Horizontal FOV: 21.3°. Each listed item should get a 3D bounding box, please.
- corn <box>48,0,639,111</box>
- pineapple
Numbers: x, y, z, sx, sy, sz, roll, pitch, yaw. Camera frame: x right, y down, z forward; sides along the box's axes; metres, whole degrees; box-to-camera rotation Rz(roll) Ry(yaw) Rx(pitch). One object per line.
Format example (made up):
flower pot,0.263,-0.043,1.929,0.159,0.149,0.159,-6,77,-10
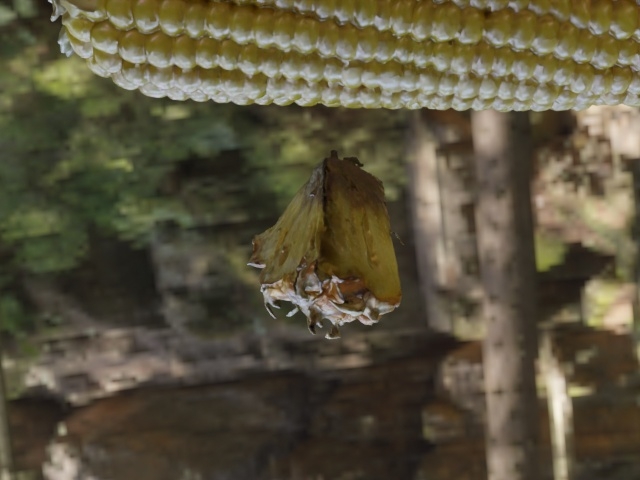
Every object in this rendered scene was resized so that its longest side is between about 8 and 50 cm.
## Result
corn,0.037,-0.143,0.964,0.387,0.143,0.144,1,-170,5
pineapple,0.000,0.000,1.090,0.069,0.116,0.137,19,-179,-31
